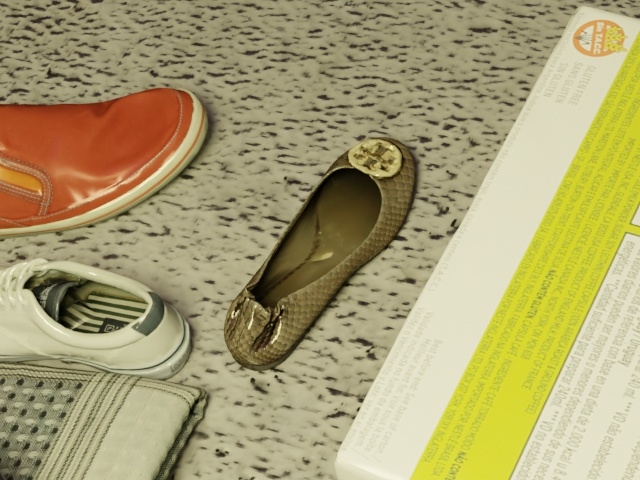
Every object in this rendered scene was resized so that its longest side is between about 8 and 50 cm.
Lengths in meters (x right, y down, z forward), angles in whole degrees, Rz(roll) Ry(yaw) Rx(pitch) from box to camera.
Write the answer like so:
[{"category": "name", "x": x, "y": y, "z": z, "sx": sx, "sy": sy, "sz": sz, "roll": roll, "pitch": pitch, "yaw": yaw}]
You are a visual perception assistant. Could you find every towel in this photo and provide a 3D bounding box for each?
[{"category": "towel", "x": -0.279, "y": 0.193, "z": 1.123, "sx": 0.312, "sy": 0.056, "sz": 0.324, "roll": 6, "pitch": 36, "yaw": 16}]

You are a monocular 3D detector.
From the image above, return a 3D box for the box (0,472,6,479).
[{"category": "box", "x": -0.339, "y": 0.192, "z": 1.053, "sx": 0.220, "sy": 0.051, "sz": 0.175, "roll": -24, "pitch": 35, "yaw": -25}]

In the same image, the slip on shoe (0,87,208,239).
[{"category": "slip on shoe", "x": -0.262, "y": -0.073, "z": 1.350, "sx": 0.331, "sy": 0.101, "sz": 0.123, "roll": -14, "pitch": 50, "yaw": 0}]

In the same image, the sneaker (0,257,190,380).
[{"category": "sneaker", "x": -0.232, "y": 0.049, "z": 1.255, "sx": 0.258, "sy": 0.091, "sz": 0.094, "roll": 5, "pitch": 55, "yaw": 16}]

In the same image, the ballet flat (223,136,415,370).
[{"category": "ballet flat", "x": 0.000, "y": 0.000, "z": 1.262, "sx": 0.084, "sy": 0.058, "sz": 0.250, "roll": 25, "pitch": 62, "yaw": 27}]

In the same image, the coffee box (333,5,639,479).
[{"category": "coffee box", "x": 0.245, "y": 0.128, "z": 0.898, "sx": 0.334, "sy": 0.337, "sz": 0.338, "roll": 18, "pitch": 59, "yaw": 22}]
